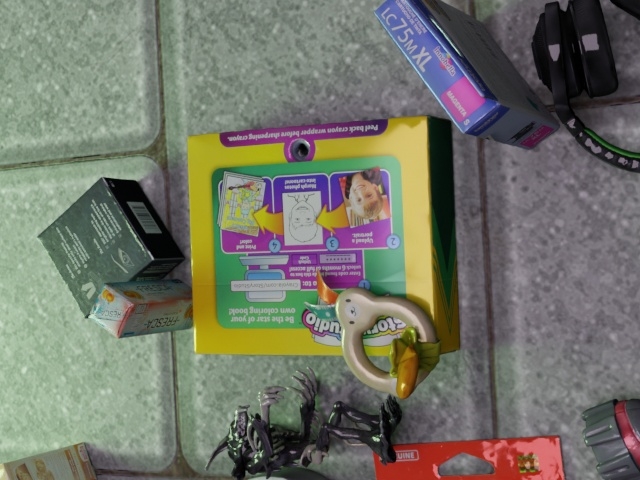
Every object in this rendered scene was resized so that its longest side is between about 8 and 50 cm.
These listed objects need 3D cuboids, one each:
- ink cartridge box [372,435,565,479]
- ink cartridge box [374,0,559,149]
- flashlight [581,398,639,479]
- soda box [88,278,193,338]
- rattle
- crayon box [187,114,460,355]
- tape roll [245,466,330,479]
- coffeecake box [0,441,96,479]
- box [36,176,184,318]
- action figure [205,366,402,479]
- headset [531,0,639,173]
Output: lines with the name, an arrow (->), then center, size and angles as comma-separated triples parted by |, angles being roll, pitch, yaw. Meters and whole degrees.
ink cartridge box -> 0.195, 0.388, 1.402 | 0.275, 0.060, 0.238 | -9, 88, 25
ink cartridge box -> 0.173, -0.204, 1.268 | 0.065, 0.311, 0.185 | -40, 74, 19
flashlight -> 0.464, 0.195, 1.249 | 0.304, 0.103, 0.103 | -28, 76, 24
soda box -> -0.248, 0.097, 1.542 | 0.063, 0.183, 0.058 | 32, 103, 24
rattle -> 0.042, 0.118, 1.322 | 0.200, 0.143, 0.130 | 41, 127, 9
crayon box -> 0.000, 0.000, 1.466 | 0.363, 0.106, 0.312 | -2, 92, 25
tape roll -> -0.050, 0.436, 1.512 | 0.219, 0.072, 0.219 | 1, 91, 26
coffeecake box -> -0.464, 0.379, 1.646 | 0.142, 0.185, 0.068 | -27, 79, 24
box -> -0.321, 0.011, 1.626 | 0.158, 0.093, 0.156 | -39, 75, 20
action figure -> -0.032, 0.250, 1.460 | 0.276, 0.164, 0.140 | -7, 98, 16
headset -> 0.365, -0.270, 1.298 | 0.243, 0.185, 0.394 | -33, 92, 18
